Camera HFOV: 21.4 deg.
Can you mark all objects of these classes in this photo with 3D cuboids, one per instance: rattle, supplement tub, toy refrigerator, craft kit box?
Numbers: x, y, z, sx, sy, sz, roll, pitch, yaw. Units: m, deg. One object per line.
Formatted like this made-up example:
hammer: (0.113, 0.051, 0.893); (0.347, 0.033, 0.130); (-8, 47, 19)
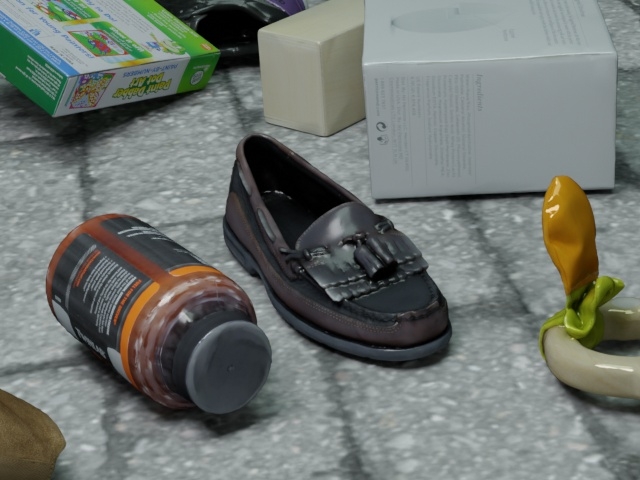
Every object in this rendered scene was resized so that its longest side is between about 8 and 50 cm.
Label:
rattle: (0.242, 0.048, 1.172); (0.130, 0.143, 0.199); (5, 13, -28)
supplement tub: (-0.116, 0.057, 1.237); (0.106, 0.106, 0.198); (-18, 28, -28)
toy refrigerator: (0.054, -0.206, 1.778); (0.094, 0.102, 0.269); (17, 32, 37)
craft kit box: (-0.272, -0.232, 1.772); (0.250, 0.061, 0.246); (39, 33, 22)

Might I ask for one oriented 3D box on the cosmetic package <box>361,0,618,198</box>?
cosmetic package: (0.155, -0.145, 1.588); (0.224, 0.138, 0.224); (-3, 25, 4)

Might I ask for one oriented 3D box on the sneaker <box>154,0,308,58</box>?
sneaker: (-0.161, -0.253, 1.895); (0.283, 0.107, 0.124); (0, 21, 9)

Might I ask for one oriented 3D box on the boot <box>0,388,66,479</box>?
boot: (-0.287, 0.118, 1.179); (0.115, 0.112, 0.305); (15, 4, -40)

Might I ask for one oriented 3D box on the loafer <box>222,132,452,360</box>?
loafer: (0.000, 0.000, 1.351); (0.109, 0.095, 0.302); (-16, 28, -24)
